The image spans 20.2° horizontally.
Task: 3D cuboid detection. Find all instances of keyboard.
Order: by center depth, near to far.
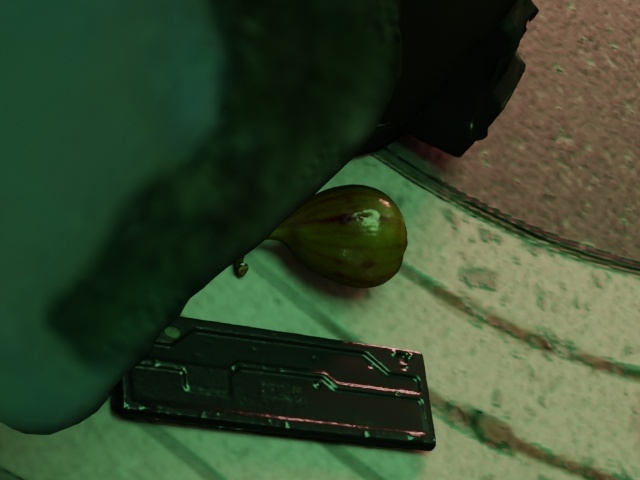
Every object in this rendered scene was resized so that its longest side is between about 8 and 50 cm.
[{"bbox_3d":[-0.018,0.062,0.790,0.155,0.010,0.053,10,54,-25],"label":"keyboard"}]

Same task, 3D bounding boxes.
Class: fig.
[{"bbox_3d":[0.000,0.000,0.828,0.083,0.050,0.050,-8,60,-13],"label":"fig"}]

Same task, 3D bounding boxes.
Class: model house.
[{"bbox_3d":[-0.172,-0.143,0.682,0.360,0.297,0.339,35,13,-15],"label":"model house"}]

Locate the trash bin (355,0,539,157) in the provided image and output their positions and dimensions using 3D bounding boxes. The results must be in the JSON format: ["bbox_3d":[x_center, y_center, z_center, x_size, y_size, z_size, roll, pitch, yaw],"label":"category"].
[{"bbox_3d":[0.041,-0.201,0.819,0.252,0.301,0.203,38,46,-1],"label":"trash bin"}]
